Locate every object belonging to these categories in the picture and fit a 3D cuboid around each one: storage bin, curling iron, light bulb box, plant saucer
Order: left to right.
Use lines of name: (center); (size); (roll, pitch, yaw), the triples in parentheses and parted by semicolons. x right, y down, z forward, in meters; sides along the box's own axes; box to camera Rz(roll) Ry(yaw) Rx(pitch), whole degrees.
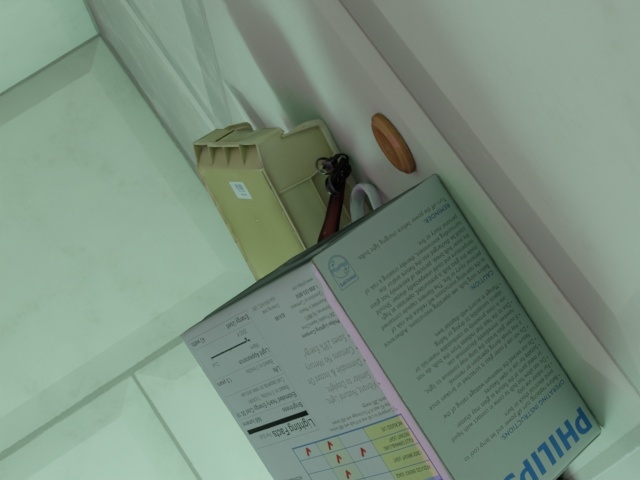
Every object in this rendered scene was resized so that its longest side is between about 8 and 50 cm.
storage bin: (-0.053, -0.060, 1.988); (0.262, 0.123, 0.260); (9, 129, 62)
curling iron: (0.000, 0.000, 1.807); (0.035, 0.274, 0.068); (-3, 155, 34)
light bulb box: (0.073, 0.170, 1.560); (0.361, 0.225, 0.358); (57, 146, -2)
plant saucer: (0.085, -0.115, 1.563); (0.083, 0.013, 0.083); (55, 171, 13)

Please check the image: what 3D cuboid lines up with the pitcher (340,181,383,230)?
pitcher: (0.085, 0.024, 1.783); (0.207, 0.125, 0.177); (-141, 47, -62)
